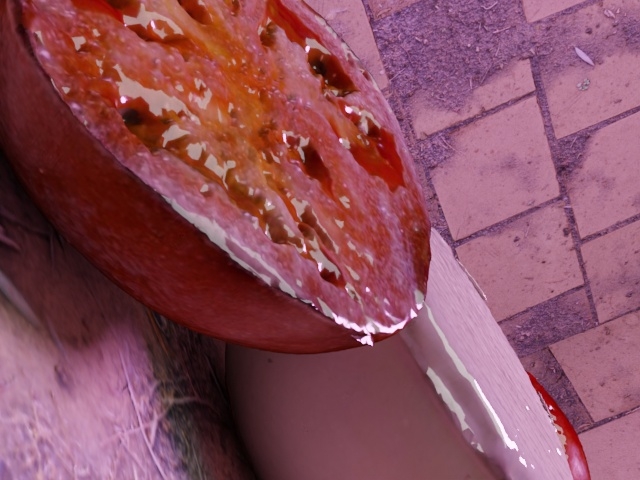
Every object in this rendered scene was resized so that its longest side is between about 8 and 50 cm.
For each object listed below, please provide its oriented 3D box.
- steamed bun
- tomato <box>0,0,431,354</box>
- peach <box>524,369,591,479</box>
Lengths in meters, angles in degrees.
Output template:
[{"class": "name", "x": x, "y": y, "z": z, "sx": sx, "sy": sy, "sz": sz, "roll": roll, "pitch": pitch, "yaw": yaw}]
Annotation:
[{"class": "steamed bun", "x": 0.055, "y": 0.146, "z": 0.760, "sx": 0.374, "sy": 0.241, "sz": 0.374, "roll": 49, "pitch": 16, "yaw": -19}, {"class": "tomato", "x": -0.076, "y": -0.062, "z": 0.542, "sx": 0.338, "sy": 0.143, "sz": 0.338, "roll": 36, "pitch": 37, "yaw": -32}, {"class": "peach", "x": 0.227, "y": 0.358, "z": 1.292, "sx": 0.416, "sy": 0.339, "sz": 0.353, "roll": 50, "pitch": -25, "yaw": 15}]
